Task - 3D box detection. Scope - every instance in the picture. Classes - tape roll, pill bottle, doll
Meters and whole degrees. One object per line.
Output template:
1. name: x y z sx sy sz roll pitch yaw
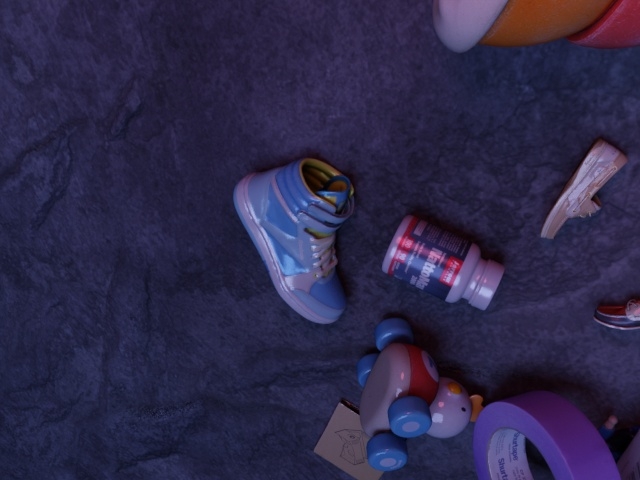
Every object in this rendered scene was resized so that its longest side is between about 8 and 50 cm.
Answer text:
1. tape roll: 0.378 0.402 1.069 0.275 0.090 0.274 170 90 -69
2. pill bottle: 0.203 0.040 1.028 0.180 0.108 0.108 25 128 12
3. doll: 0.538 0.350 1.082 0.189 0.046 0.129 -28 111 36

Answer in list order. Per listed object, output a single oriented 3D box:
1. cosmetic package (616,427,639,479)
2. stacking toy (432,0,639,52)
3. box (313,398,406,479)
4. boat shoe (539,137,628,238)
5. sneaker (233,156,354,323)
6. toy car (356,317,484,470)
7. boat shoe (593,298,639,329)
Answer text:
1. cosmetic package: 0.668 0.432 0.963 0.366 0.155 0.196 15 126 7
2. stacking toy: 0.383 -0.308 0.643 0.480 0.350 0.350 17 128 -4
3. box: 0.084 0.461 1.409 0.164 0.021 0.201 29 129 9
4. boat shoe: 0.377 -0.062 0.900 0.059 0.063 0.170 32 128 14
5. sneaker: 0.000 0.000 1.099 0.208 0.127 0.319 -21 109 37
6. toy car: 0.207 0.292 1.161 0.238 0.219 0.210 10 128 -13
7. boat shoe: 0.493 0.110 0.957 0.137 0.049 0.043 2 117 24
